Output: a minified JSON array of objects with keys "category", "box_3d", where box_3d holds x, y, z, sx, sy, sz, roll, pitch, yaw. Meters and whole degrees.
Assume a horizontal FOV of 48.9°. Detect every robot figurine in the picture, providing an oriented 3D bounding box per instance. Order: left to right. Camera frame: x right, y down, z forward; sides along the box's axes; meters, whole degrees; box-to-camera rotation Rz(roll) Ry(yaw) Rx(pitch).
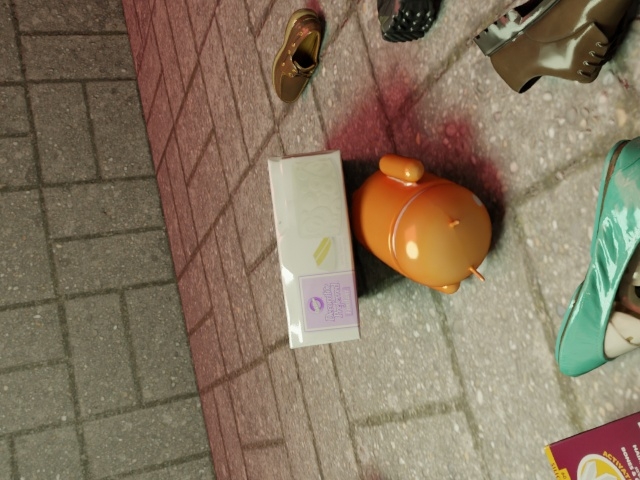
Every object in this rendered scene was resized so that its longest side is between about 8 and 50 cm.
[{"category":"robot figurine","box_3d":[0.121,-0.019,0.860,0.219,0.128,0.158,36,114,60]}]

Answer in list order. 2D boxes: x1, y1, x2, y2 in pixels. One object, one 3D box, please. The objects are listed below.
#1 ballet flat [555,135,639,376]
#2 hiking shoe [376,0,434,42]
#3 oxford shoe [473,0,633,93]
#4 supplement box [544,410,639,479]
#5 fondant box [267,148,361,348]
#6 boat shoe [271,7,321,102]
[{"category":"ballet flat","box_3d":[0.268,0.036,0.607,0.087,0.083,0.247,32,130,42]},{"category":"hiking shoe","box_3d":[0.112,-0.342,0.824,0.227,0.086,0.114,-55,48,56]},{"category":"oxford shoe","box_3d":[0.240,-0.195,0.616,0.096,0.083,0.227,59,154,-3]},{"category":"supplement box","box_3d":[0.291,0.196,0.598,0.188,0.080,0.104,124,133,-56]},{"category":"fondant box","box_3d":[0.000,0.000,1.014,0.330,0.096,0.238,-51,-46,-84]},{"category":"boat shoe","box_3d":[-0.039,-0.304,1.205,0.178,0.064,0.060,111,145,-44]}]
